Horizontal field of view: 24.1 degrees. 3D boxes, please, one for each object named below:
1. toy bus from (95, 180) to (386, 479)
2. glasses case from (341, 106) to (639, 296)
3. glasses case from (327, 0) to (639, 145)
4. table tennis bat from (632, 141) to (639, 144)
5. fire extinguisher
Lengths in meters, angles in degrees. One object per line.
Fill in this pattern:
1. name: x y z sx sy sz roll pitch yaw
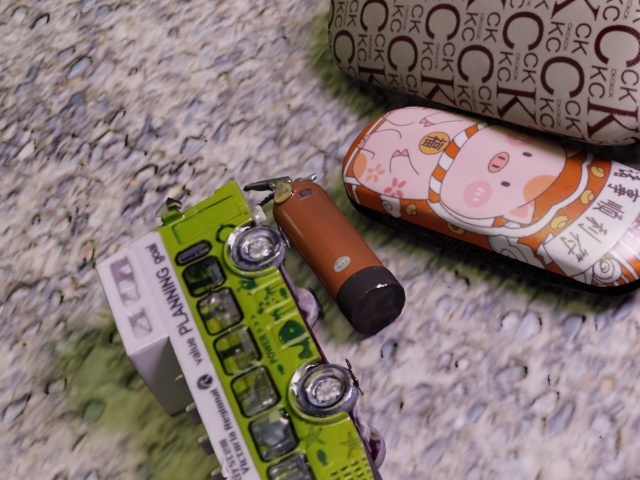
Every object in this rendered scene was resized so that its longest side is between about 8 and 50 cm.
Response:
1. toy bus: -0.048 0.103 1.054 0.139 0.113 0.302 -27 50 -1
2. glasses case: 0.138 -0.033 1.133 0.266 0.067 0.103 19 59 30
3. glasses case: 0.135 -0.166 1.175 0.354 0.085 0.137 22 102 47
4. table tennis bat: 0.248 -0.175 1.151 0.268 0.051 0.415 -41 59 32
5. fire extinguisher: 0.000 0.000 1.161 0.062 0.050 0.177 -29 48 -10
